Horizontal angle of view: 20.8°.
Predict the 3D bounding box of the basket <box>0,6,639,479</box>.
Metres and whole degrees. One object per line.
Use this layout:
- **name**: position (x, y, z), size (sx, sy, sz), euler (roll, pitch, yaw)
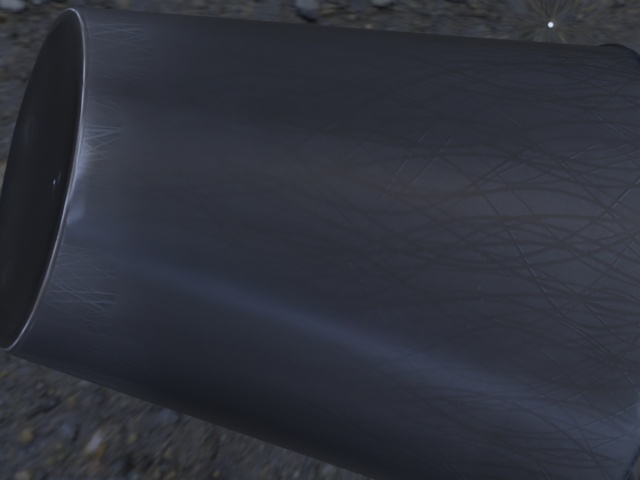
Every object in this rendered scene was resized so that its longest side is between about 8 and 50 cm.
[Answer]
- **basket**: position (0.000, 0.000, 0.665), size (0.226, 0.154, 0.204), euler (10, 76, -20)
